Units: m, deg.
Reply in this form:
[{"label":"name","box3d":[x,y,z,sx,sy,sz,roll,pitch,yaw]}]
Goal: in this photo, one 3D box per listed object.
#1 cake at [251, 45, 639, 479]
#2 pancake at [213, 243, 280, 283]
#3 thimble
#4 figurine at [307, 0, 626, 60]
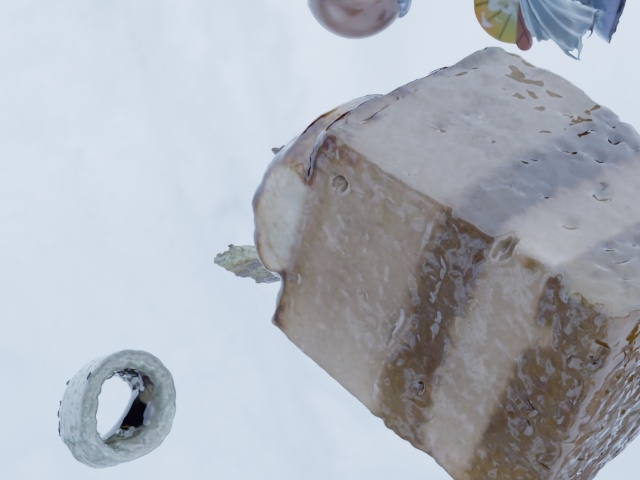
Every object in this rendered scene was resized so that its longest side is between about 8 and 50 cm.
[{"label":"cake","box3d":[0.099,0.010,0.905,0.198,0.293,0.196,-31,148,-41]},{"label":"pancake","box3d":[0.000,0.000,1.520,0.244,0.057,0.266,1,164,-42]},{"label":"thimble","box3d":[-0.205,0.168,1.407,0.102,0.115,0.090,46,153,-12]},{"label":"figurine","box3d":[0.195,-0.363,1.745,0.388,0.248,0.277,18,126,4]}]
